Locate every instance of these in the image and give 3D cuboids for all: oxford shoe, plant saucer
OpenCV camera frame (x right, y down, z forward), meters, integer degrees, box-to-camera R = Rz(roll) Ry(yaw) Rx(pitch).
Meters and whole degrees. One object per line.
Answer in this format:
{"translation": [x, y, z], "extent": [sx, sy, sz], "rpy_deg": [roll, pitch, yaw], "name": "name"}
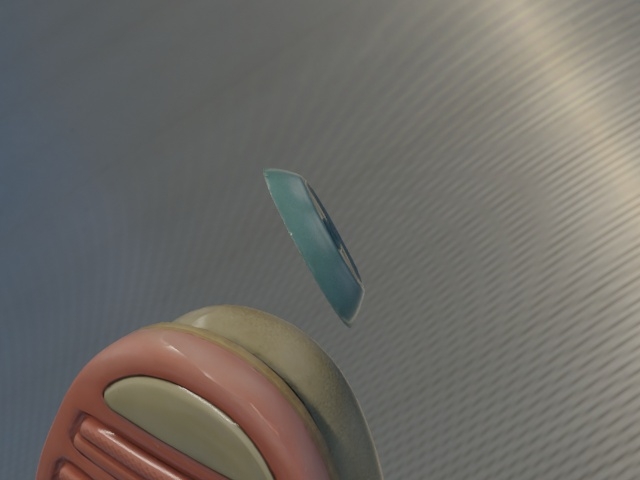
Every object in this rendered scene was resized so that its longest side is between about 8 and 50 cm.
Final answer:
{"translation": [-0.014, 0.137, 0.512], "extent": [0.140, 0.397, 0.146], "rpy_deg": [29, 56, 21], "name": "oxford shoe"}
{"translation": [0.000, 0.000, 0.794], "extent": [0.021, 0.119, 0.119], "rpy_deg": [-28, 39, 5], "name": "plant saucer"}
